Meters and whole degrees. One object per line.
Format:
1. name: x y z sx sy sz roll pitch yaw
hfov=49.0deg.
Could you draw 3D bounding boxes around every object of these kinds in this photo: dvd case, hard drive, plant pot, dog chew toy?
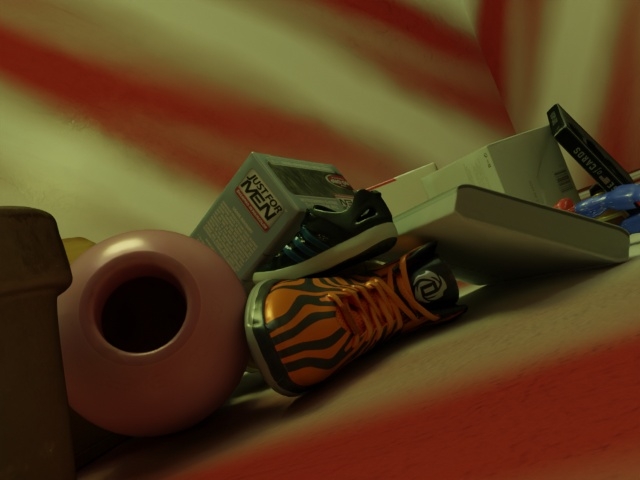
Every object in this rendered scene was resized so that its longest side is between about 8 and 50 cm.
1. dvd case: 0.425 -0.127 1.088 0.029 0.179 0.239 -44 2 23
2. hard drive: 0.188 0.005 0.856 0.202 0.040 0.307 14 -12 -13
3. plant pot: -0.272 0.126 0.478 0.263 0.229 0.263 -23 -2 -1
4. dog chew toy: -0.180 0.122 0.782 0.206 0.207 0.332 -21 -18 -15

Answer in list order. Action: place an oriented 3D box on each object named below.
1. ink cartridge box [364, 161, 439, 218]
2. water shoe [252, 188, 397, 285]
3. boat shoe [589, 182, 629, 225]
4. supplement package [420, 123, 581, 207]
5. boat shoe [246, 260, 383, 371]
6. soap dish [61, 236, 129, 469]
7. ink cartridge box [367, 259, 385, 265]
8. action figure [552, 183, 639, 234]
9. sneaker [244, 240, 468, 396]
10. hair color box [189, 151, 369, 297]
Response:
1. ink cartridge box: 0.187 -0.077 1.638 0.207 0.117 0.283 -22 -3 5
2. water shoe: 0.000 0.000 0.838 0.203 0.080 0.073 -22 -13 30
3. boat shoe: 0.475 -0.064 1.166 0.068 0.072 0.190 -22 -2 19
4. supplement package: 0.312 -0.062 1.203 0.149 0.194 0.203 -19 -2 -25
5. boat shoe: -0.010 0.108 0.983 0.302 0.109 0.098 -20 -10 -39
6. soap dish: -0.329 0.148 0.851 0.118 0.291 0.229 -2 4 19
7. ink cartridge box: 0.208 0.038 1.592 0.196 0.114 0.273 -21 -4 -4
8. action figure: 0.398 -0.059 0.803 0.139 0.092 0.280 -32 1 -17
9. sneaker: 0.051 0.064 0.756 0.180 0.125 0.321 -24 -3 21
10. hair color box: -0.113 0.056 1.000 0.374 0.114 0.185 -49 -25 24
